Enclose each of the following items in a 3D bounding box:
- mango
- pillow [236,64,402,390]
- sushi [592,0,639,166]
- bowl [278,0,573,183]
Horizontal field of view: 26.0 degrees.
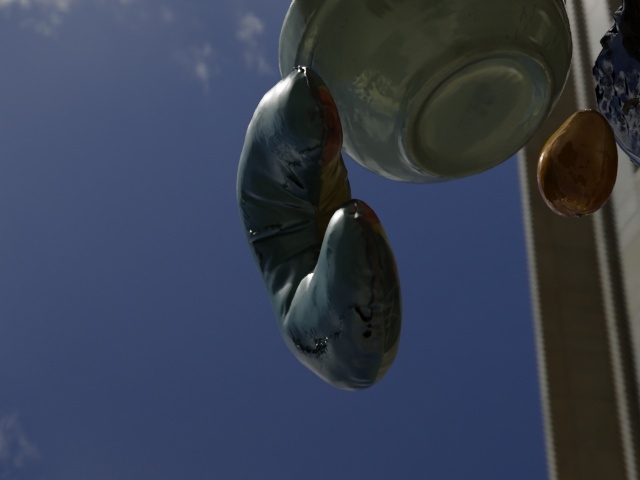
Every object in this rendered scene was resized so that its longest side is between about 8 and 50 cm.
[{"bbox_3d":[0.182,-0.056,0.969,0.060,0.046,0.089,36,-121,-25],"label":"mango"},{"bbox_3d":[0.000,0.000,1.046,0.086,0.214,0.233,-12,-117,-14],"label":"pillow"},{"bbox_3d":[0.356,-0.120,1.124,0.238,0.225,0.218,-41,-126,-11],"label":"sushi"},{"bbox_3d":[0.124,-0.175,1.397,0.307,0.307,0.163,-6,-135,-23],"label":"bowl"}]
